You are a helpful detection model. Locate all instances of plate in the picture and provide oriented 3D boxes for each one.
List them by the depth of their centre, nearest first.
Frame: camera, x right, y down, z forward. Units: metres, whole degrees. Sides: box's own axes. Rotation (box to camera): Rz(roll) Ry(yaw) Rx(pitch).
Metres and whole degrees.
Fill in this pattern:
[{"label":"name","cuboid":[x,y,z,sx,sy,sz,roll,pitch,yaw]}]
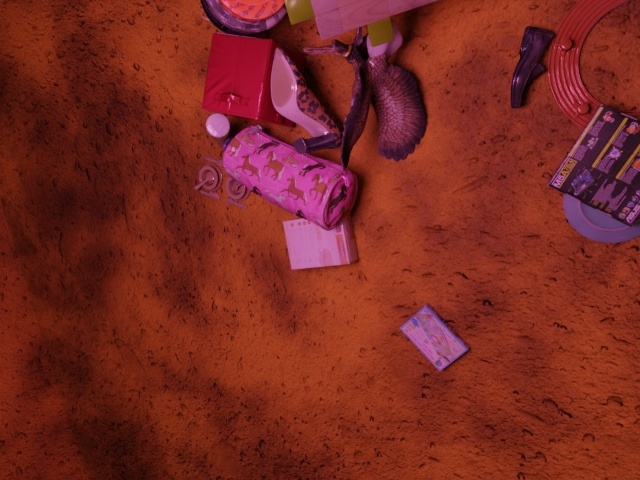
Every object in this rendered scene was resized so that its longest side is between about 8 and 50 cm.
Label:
[{"label":"plate","cuboid":[0.626,-0.084,1.000,0.188,0.024,0.188,7,105,26]}]

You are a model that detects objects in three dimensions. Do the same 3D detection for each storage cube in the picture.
[{"label":"storage cube","cuboid":[-0.172,-0.416,1.227,0.184,0.215,0.193,17,102,23]}]

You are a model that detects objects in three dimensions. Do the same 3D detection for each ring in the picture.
[{"label":"ring","cuboid":[0.639,-0.370,0.927,0.337,0.032,0.336,6,103,26]}]

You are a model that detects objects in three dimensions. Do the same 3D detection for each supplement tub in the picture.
[{"label":"supplement tub","cuboid":[-0.179,-0.596,1.098,0.207,0.338,0.207,-5,112,-13]}]

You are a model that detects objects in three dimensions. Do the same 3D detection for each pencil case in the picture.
[{"label":"pencil case","cuboid":[-0.083,-0.172,1.237,0.386,0.167,0.160,30,68,27]}]

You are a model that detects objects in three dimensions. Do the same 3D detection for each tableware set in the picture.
[{"label":"tableware set","cuboid":[-0.304,-0.179,1.440,0.194,0.039,0.128,19,109,22]}]

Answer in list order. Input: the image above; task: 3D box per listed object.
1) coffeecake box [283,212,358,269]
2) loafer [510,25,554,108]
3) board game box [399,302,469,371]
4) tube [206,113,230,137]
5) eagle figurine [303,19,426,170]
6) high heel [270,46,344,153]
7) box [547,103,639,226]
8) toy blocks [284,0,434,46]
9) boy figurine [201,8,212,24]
[{"label":"coffeecake box","cuboid":[0.000,0.000,1.309,0.186,0.068,0.142,-7,96,28]},{"label":"loafer","cuboid":[0.452,-0.370,1.006,0.061,0.062,0.170,15,109,18]},{"label":"board game box","cuboid":[0.301,0.256,1.237,0.154,0.026,0.103,47,117,10]},{"label":"tube","cuboid":[-0.282,-0.306,1.311,0.062,0.240,0.070,30,92,-11]},{"label":"eagle figurine","cuboid":[0.119,-0.338,1.113,0.226,0.225,0.298,-19,81,13]},{"label":"high heel","cuboid":[-0.026,-0.353,1.175,0.093,0.186,0.261,-9,101,42]},{"label":"box","cuboid":[0.605,-0.153,0.955,0.184,0.045,0.190,33,116,19]},{"label":"toy blocks","cuboid":[0.111,-0.560,0.983,0.381,0.261,0.190,-16,132,6]},{"label":"boy figurine","cuboid":[-0.307,-0.732,1.293,0.177,0.092,0.285,-1,98,24]}]
